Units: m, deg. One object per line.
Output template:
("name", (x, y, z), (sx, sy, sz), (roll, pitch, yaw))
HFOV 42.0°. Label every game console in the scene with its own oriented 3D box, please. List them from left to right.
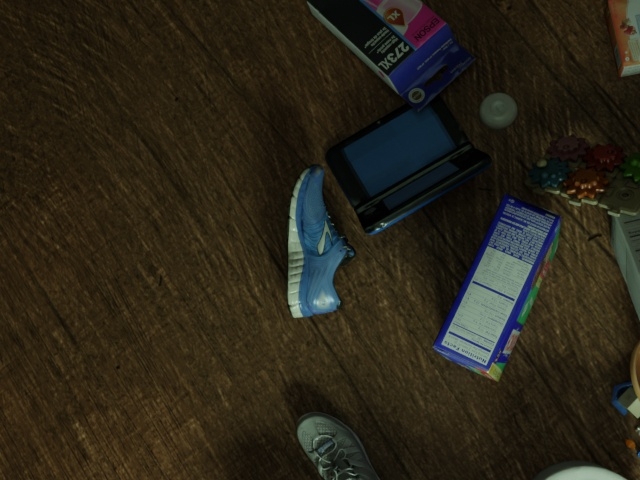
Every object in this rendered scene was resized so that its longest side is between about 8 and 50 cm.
("game console", (0.174, -0.171, 1.751), (0.293, 0.250, 0.173), (-31, 101, 4))

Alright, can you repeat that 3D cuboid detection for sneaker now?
("sneaker", (0.000, 0.000, 1.786), (0.147, 0.130, 0.329), (0, 82, -3))
("sneaker", (0.053, 0.457, 1.673), (0.105, 0.115, 0.281), (-44, 74, 1))

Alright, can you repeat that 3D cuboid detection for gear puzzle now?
("gear puzzle", (0.580, -0.127, 1.629), (0.339, 0.044, 0.175), (21, 57, 36))

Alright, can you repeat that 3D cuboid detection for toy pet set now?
("toy pet set", (0.617, 0.336, 1.625), (0.114, 0.065, 0.122), (42, 93, -19))

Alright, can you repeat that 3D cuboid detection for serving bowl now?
("serving bowl", (0.384, -0.283, 1.798), (0.083, 0.027, 0.083), (-2, 78, 10))

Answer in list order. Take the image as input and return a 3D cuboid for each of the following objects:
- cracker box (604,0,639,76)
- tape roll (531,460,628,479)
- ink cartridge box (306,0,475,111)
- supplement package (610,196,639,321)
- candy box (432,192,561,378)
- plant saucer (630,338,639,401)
("cracker box", (0.729, -0.445, 1.741), (0.232, 0.067, 0.155), (-10, 78, 9))
("tape roll", (0.489, 0.537, 1.543), (0.246, 0.169, 0.246), (-2, 78, 12))
("ink cartridge box", (0.152, -0.468, 1.849), (0.176, 0.069, 0.371), (-43, 71, -1))
("supplement package", (0.648, 0.042, 1.576), (0.134, 0.139, 0.244), (-12, 49, 9))
("candy box", (0.346, 0.101, 1.606), (0.122, 0.268, 0.317), (25, 86, 19))
("plant saucer", (0.671, 0.267, 1.588), (0.200, 0.037, 0.199), (7, 66, -17))
